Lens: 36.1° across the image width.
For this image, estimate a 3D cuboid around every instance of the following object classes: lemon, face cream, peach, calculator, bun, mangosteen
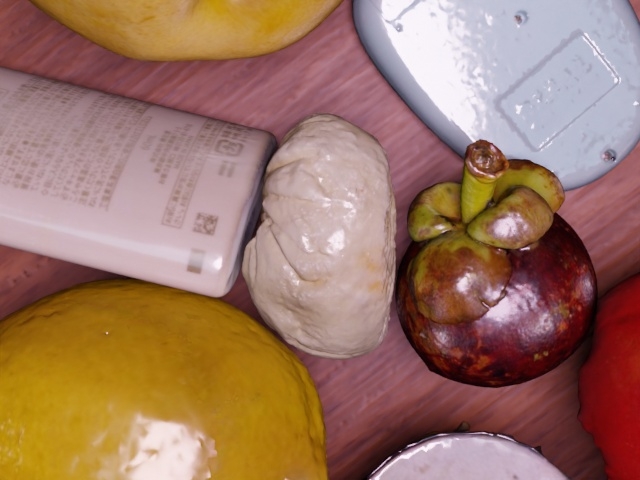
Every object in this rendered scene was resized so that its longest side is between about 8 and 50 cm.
[{"bbox_3d":[-0.133,0.141,0.697,0.263,0.236,0.235,23,96,-5],"label":"lemon"},{"bbox_3d":[-0.216,-0.061,0.717,0.349,0.173,0.081,13,131,0],"label":"face cream"},{"bbox_3d":[0.262,0.120,0.682,0.196,0.189,0.226,-1,136,-24],"label":"peach"},{"bbox_3d":[0.133,-0.168,0.753,0.184,0.042,0.295,-41,95,5],"label":"calculator"},{"bbox_3d":[0.000,0.000,0.711,0.111,0.188,0.164,2,61,6],"label":"bun"},{"bbox_3d":[0.113,0.017,0.715,0.146,0.156,0.181,-25,118,31],"label":"mangosteen"}]

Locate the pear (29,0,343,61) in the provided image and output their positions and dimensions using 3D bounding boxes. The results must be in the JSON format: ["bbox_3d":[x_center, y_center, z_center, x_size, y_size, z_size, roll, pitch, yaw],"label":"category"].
[{"bbox_3d":[-0.094,-0.270,0.623,0.315,0.314,0.314,0,96,1],"label":"pear"}]

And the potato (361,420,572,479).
[{"bbox_3d":[0.082,0.298,0.714,0.300,0.196,0.246,-44,65,-10],"label":"potato"}]
